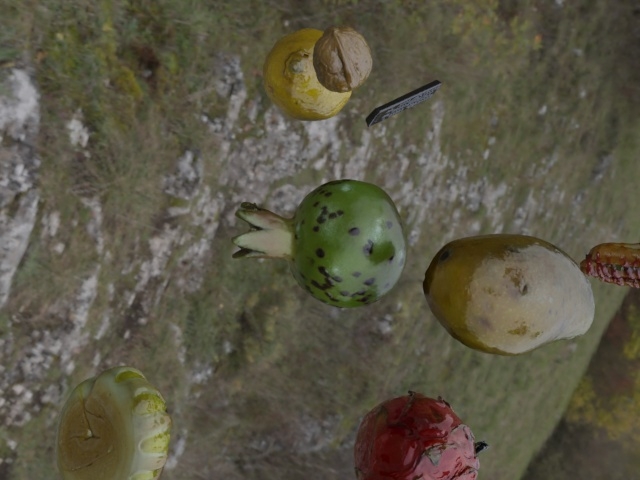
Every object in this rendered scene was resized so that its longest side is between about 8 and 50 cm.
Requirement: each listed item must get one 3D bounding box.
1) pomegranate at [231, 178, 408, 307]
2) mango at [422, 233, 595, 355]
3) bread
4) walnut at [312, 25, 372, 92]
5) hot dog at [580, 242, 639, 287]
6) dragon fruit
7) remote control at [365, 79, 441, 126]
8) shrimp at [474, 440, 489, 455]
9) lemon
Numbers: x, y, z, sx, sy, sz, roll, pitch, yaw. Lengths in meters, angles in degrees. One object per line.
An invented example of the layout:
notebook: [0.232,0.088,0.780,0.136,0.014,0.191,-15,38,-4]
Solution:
pomegranate: [0.006,0.008,1.432,0.231,0.286,0.231,-2,90,-78]
mango: [0.305,0.077,1.281,0.329,0.175,0.176,-3,112,-31]
bread: [-0.290,0.286,1.201,0.105,0.213,0.213,13,95,-50]
walnut: [0.035,-0.304,1.406,0.105,0.105,0.124,-55,151,-29]
hot dog: [0.340,0.029,0.858,0.062,0.144,0.038,64,37,-50]
dragon fruit: [0.174,0.401,1.537,0.241,0.241,0.252,55,26,-58]
remote control: [0.196,-0.322,1.959,0.245,0.025,0.063,-30,172,-40]
shrimp: [0.275,0.492,1.691,0.219,0.152,0.046,-44,168,28]
lemon: [-0.024,-0.338,1.719,0.257,0.188,0.188,-27,132,-75]
